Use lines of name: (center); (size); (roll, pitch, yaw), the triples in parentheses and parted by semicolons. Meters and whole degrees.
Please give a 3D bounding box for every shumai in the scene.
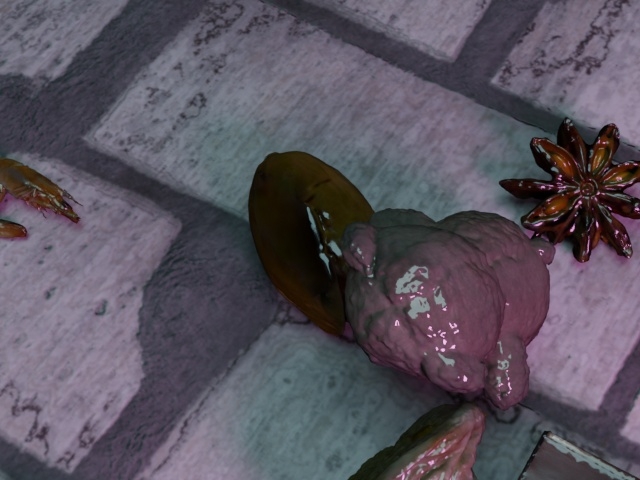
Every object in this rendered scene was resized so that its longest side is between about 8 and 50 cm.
shumai: (0.100, 0.240, 0.911); (0.201, 0.201, 0.120); (-39, 83, -16)

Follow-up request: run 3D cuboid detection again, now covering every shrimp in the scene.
shrimp: (-0.364, -0.043, 1.181); (0.162, 0.045, 0.095); (26, 66, 16)

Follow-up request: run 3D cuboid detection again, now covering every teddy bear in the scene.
teddy bear: (0.126, 0.058, 0.961); (0.236, 0.151, 0.267); (51, 37, 14)

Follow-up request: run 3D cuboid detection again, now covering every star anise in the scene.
star anise: (0.267, -0.044, 1.115); (0.234, 0.073, 0.177); (-18, 76, -9)

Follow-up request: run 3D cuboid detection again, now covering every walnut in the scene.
walnut: (0.000, 0.000, 1.082); (0.137, 0.137, 0.245); (-27, 63, -11)

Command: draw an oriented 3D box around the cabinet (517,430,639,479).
cabinet: (0.254, 0.315, 0.873); (0.215, 0.148, 0.175); (26, 66, 22)
